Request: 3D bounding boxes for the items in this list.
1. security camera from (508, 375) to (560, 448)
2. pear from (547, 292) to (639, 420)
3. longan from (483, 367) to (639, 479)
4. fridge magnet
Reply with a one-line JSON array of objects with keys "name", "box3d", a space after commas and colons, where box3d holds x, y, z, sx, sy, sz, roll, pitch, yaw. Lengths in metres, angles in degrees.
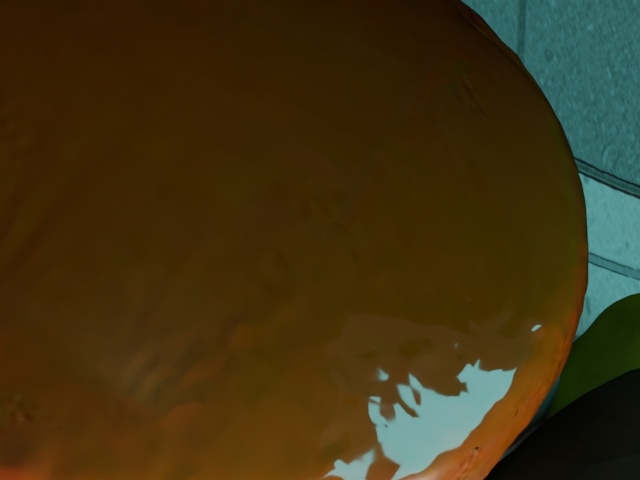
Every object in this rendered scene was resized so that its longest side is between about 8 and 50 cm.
[{"name": "security camera", "box3d": [-0.007, 0.095, 0.982, 0.301, 0.080, 0.157, -30, 128, -20]}, {"name": "pear", "box3d": [0.247, 0.135, 1.320, 0.200, 0.200, 0.200, 14, 72, -51]}, {"name": "longan", "box3d": [0.199, 0.245, 1.072, 0.404, 0.404, 0.336, 34, 36, -45]}, {"name": "fridge magnet", "box3d": [-0.062, -0.011, 0.863, 0.155, 0.363, 0.363, 102, 10, -53]}]
